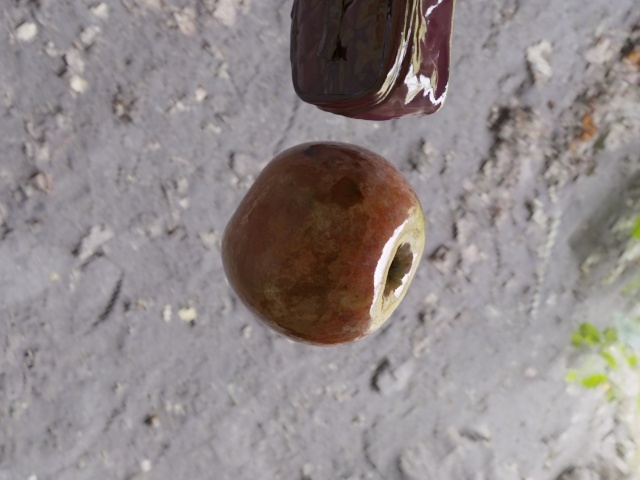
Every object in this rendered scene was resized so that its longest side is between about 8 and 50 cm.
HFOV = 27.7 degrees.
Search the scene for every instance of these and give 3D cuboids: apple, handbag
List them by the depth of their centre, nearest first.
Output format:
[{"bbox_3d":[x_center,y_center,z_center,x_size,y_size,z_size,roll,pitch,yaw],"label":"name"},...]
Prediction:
[{"bbox_3d":[0.055,-0.239,1.356,0.135,0.146,0.225,3,93,-49],"label":"handbag"},{"bbox_3d":[0.000,0.000,1.597,0.253,0.253,0.253,-13,122,-22],"label":"apple"}]
